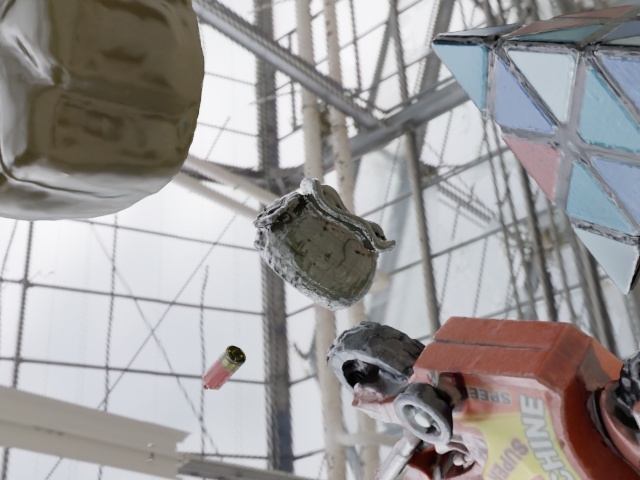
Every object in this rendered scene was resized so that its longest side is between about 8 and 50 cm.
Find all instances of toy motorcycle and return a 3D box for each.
[{"bbox_3d":[0.128,0.115,0.489,0.171,0.298,0.089,52,-122,-25],"label":"toy motorcycle"}]

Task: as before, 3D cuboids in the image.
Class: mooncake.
[{"bbox_3d":[-0.320,-0.207,0.963,0.201,0.378,0.378,-4,-107,-51],"label":"mooncake"}]

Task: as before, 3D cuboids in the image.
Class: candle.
[{"bbox_3d":[-0.213,0.281,1.802,0.052,0.130,0.052,29,-149,-19],"label":"candle"}]

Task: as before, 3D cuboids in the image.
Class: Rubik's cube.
[{"bbox_3d":[0.258,-0.158,0.691,0.250,0.234,0.284,42,163,35],"label":"Rubik's cube"}]

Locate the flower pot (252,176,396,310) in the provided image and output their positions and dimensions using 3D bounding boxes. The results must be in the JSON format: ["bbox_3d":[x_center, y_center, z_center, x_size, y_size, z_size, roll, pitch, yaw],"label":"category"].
[{"bbox_3d":[0.000,0.000,1.859,0.302,0.213,0.302,38,-175,-4],"label":"flower pot"}]
